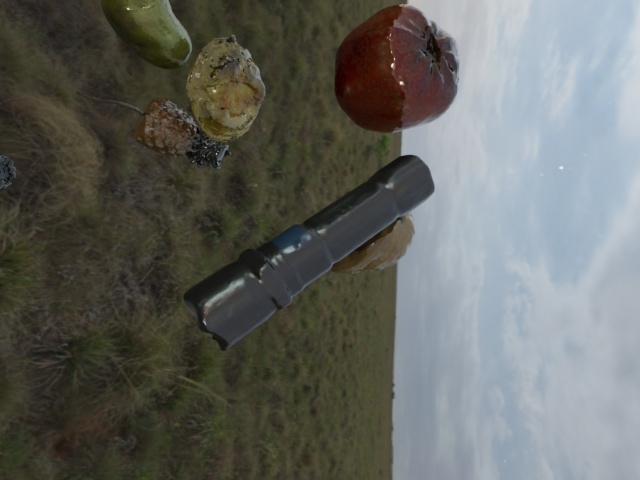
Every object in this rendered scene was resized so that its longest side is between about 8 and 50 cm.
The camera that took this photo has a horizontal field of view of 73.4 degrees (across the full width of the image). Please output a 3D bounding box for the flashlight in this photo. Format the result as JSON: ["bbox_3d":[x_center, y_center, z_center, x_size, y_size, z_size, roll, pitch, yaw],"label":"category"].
[{"bbox_3d":[0.000,0.000,0.643,0.424,0.103,0.103,-35,146,-18],"label":"flashlight"}]

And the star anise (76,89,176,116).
[{"bbox_3d":[-0.571,-0.420,1.293,0.227,0.218,0.148,39,49,-42],"label":"star anise"}]

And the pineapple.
[{"bbox_3d":[-0.392,-0.289,1.262,0.279,0.158,0.158,28,57,-34],"label":"pineapple"}]

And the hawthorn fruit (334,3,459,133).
[{"bbox_3d":[0.144,-0.357,0.948,0.300,0.254,0.254,-2,-97,60],"label":"hawthorn fruit"}]

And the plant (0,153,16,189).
[{"bbox_3d":[-0.987,-0.205,1.183,0.142,0.256,0.164,93,11,-74],"label":"plant"}]

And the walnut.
[{"bbox_3d":[0.118,-0.012,0.924,0.141,0.204,0.238,47,27,-27],"label":"walnut"}]

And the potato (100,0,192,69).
[{"bbox_3d":[-0.413,-0.523,1.037,0.143,0.169,0.248,-55,148,-10],"label":"potato"}]

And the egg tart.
[{"bbox_3d":[-0.234,-0.405,1.169,0.297,0.132,0.297,-43,143,-45],"label":"egg tart"}]
